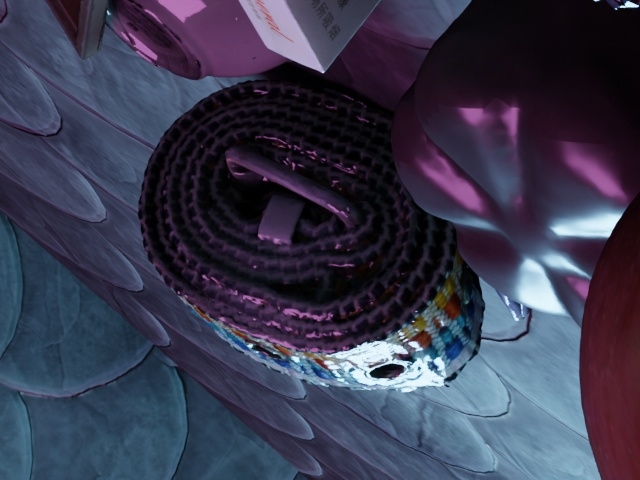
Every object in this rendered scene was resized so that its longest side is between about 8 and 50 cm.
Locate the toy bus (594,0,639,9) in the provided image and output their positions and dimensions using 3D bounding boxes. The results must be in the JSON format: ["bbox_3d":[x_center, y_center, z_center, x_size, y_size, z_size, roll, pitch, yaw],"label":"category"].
[{"bbox_3d":[0.115,-0.172,0.639,0.235,0.096,0.073,41,164,-14],"label":"toy bus"}]

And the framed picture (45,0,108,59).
[{"bbox_3d":[-0.207,-0.269,1.056,0.247,0.022,0.335,58,166,2],"label":"framed picture"}]

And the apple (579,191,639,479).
[{"bbox_3d":[0.245,0.045,0.670,0.235,0.305,0.306,61,165,1],"label":"apple"}]

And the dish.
[{"bbox_3d":[-0.114,-0.187,1.158,0.224,0.078,0.246,19,158,52],"label":"dish"}]

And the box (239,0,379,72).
[{"bbox_3d":[0.015,-0.170,0.762,0.048,0.152,0.100,31,165,32],"label":"box"}]

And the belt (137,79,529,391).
[{"bbox_3d":[0.000,0.000,1.224,0.295,0.207,0.160,32,167,27],"label":"belt"}]

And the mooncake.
[{"bbox_3d":[0.159,-0.041,0.898,0.245,0.133,0.245,36,159,16],"label":"mooncake"}]
